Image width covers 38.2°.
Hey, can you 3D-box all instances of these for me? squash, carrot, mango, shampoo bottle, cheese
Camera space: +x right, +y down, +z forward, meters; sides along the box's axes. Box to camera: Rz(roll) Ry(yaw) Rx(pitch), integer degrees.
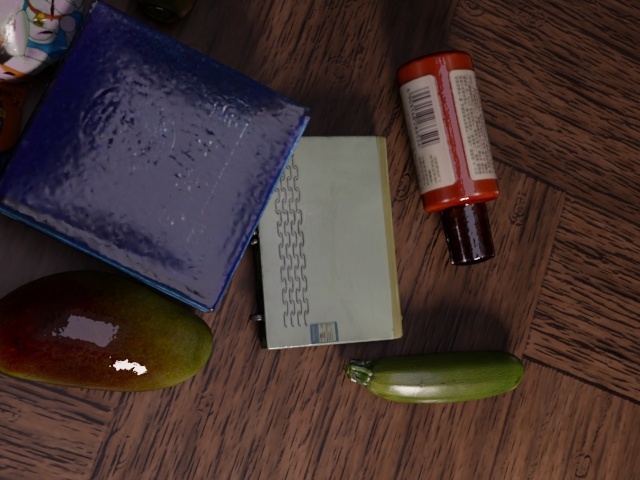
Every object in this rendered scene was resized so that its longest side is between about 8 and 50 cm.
[{"bbox_3d":[0.155,0.178,1.200,0.252,0.066,0.066,-1,82,-18],"label":"squash"},{"bbox_3d":[-0.178,-0.369,1.157,0.087,0.087,0.193,15,75,-16],"label":"carrot"},{"bbox_3d":[-0.247,0.103,1.049,0.267,0.111,0.133,9,68,-23],"label":"mango"},{"bbox_3d":[0.177,-0.104,1.228,0.104,0.104,0.278,-9,85,-20],"label":"shampoo bottle"},{"bbox_3d":[-0.356,-0.220,1.034,0.129,0.217,0.329,14,89,22],"label":"cheese"}]

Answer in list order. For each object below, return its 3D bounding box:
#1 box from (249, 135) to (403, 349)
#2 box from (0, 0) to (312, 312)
[{"bbox_3d":[0.000,0.000,1.183,0.210,0.045,0.270,-4,84,-19],"label":"box"},{"bbox_3d":[-0.192,-0.091,1.068,0.279,0.116,0.261,27,80,-9],"label":"box"}]
